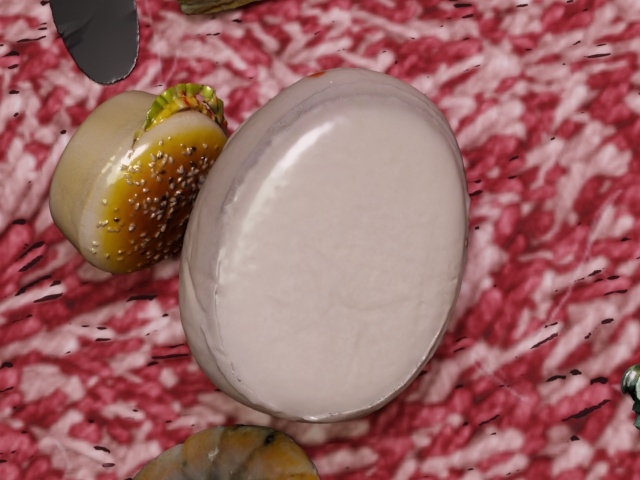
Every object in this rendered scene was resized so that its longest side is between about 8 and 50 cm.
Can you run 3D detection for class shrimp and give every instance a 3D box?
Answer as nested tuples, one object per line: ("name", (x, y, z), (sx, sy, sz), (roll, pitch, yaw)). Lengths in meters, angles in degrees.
("shrimp", (-0.076, 0.229, 0.995), (0.150, 0.051, 0.217), (8, 76, 15))

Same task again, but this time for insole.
("insole", (-0.174, -0.202, 1.089), (0.064, 0.004, 0.188), (-16, 80, 8))

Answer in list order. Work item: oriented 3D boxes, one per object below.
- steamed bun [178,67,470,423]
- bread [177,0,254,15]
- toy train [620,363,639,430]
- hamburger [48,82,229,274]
("steamed bun", (0.000, 0.000, 0.960), (0.177, 0.131, 0.228), (15, 96, -18))
("bread", (-0.070, -0.265, 1.030), (0.138, 0.102, 0.196), (-21, 81, 10))
("toy train", (0.245, 0.072, 0.954), (0.081, 0.050, 0.122), (20, 87, 2))
("hamburger", (-0.113, -0.042, 0.998), (0.081, 0.126, 0.141), (30, 67, 21))
